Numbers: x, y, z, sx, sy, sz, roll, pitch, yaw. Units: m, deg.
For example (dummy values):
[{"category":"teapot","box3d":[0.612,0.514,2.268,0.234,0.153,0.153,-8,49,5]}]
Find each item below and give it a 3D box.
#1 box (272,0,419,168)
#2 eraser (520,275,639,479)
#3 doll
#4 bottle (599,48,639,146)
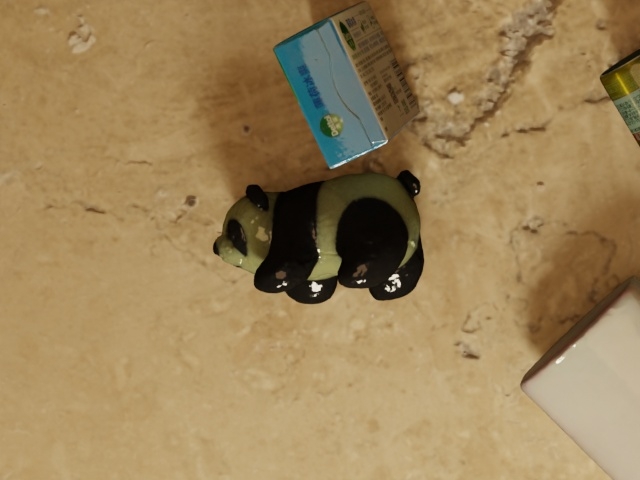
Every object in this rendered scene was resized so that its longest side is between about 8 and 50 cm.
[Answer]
[{"category":"box","box3d":[0.030,-0.166,1.792,0.073,0.194,0.139,-24,96,17]},{"category":"eraser","box3d":[0.370,0.192,1.853,0.270,0.095,0.174,44,108,-1]},{"category":"doll","box3d":[0.002,0.000,1.876,0.234,0.143,0.135,-7,77,15]},{"category":"bottle","box3d":[0.398,-0.070,1.791,0.082,0.082,0.286,-30,94,17]}]
